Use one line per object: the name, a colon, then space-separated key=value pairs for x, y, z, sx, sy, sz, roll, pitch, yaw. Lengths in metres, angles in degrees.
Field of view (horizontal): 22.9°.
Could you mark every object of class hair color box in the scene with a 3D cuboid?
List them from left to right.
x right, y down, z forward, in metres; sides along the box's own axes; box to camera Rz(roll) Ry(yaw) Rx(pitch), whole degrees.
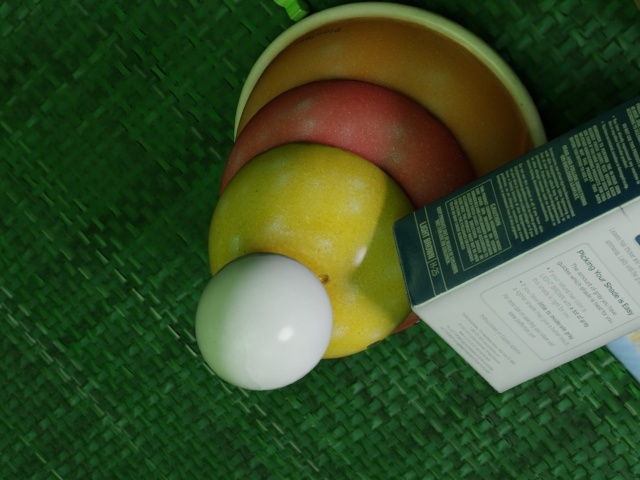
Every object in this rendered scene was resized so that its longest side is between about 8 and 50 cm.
hair color box: x=0.256 y=-0.013 z=1.355 sx=0.347 sy=0.105 sz=0.174 roll=-27 pitch=138 yaw=19

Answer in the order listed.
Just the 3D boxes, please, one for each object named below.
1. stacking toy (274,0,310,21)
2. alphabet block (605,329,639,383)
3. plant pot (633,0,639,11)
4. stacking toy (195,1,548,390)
stacking toy: x=-0.043 y=-0.325 z=1.576 sx=0.221 sy=0.052 sz=0.167 roll=35 pitch=126 yaw=-28
alphabet block: x=0.371 y=0.019 z=1.503 sx=0.193 sy=0.197 sz=0.192 roll=-16 pitch=142 yaw=25
plant pot: x=0.381 y=-0.248 z=1.391 sx=0.263 sy=0.229 sz=0.263 roll=9 pitch=117 yaw=18
stacking toy: x=0.000 y=0.000 z=1.502 sx=0.351 sy=0.480 sz=0.350 roll=10 pitch=119 yaw=19
